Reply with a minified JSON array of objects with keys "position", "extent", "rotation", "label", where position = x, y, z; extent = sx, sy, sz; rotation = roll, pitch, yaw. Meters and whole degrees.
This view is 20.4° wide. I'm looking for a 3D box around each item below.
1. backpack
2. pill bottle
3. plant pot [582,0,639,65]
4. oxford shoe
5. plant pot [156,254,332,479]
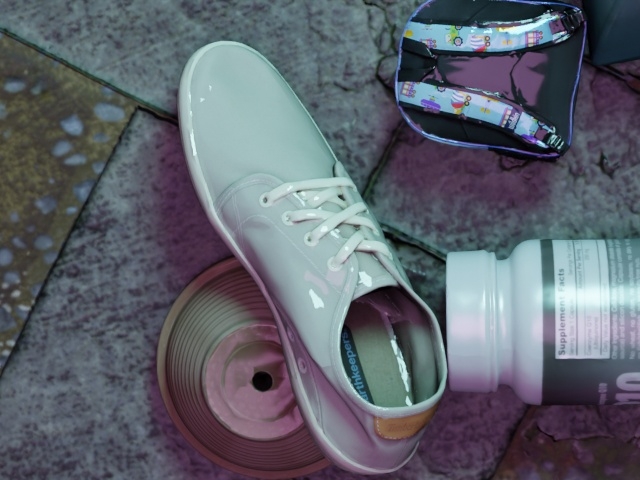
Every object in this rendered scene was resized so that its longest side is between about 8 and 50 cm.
[{"position":[0.161,-0.161,1.711],"extent":[0.173,0.117,0.158],"rotation":[7,98,4],"label":"backpack"},{"position":[0.264,0.078,1.709],"extent":[0.283,0.161,0.161],"rotation":[-1,97,5],"label":"pill bottle"},{"position":[0.320,-0.268,1.612],"extent":[0.166,0.234,0.165],"rotation":[-9,86,6],"label":"plant pot"},{"position":[0.000,0.000,1.684],"extent":[0.169,0.130,0.449],"rotation":[-14,74,-34],"label":"oxford shoe"},{"position":[-0.053,0.131,1.769],"extent":[0.237,0.110,0.237],"rotation":[1,97,6],"label":"plant pot"}]
